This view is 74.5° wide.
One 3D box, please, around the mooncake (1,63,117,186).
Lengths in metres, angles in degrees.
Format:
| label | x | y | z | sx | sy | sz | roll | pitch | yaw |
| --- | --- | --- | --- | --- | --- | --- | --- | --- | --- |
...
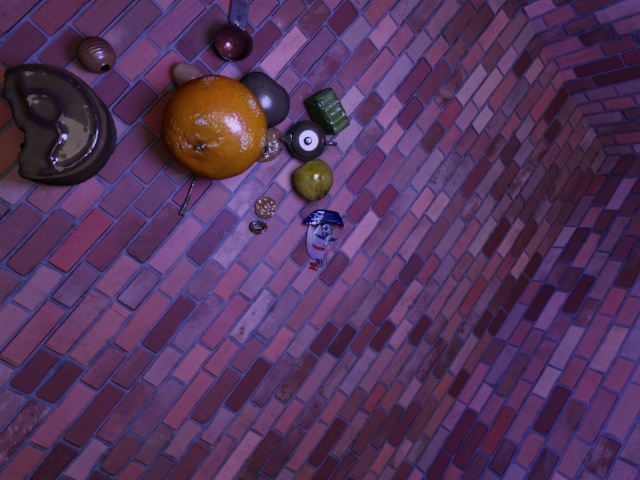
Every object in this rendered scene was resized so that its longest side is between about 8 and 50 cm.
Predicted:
| label | x | y | z | sx | sy | sz | roll | pitch | yaw |
| --- | --- | --- | --- | --- | --- | --- | --- | --- | --- |
| mooncake | -0.967 | -0.411 | 1.517 | 0.394 | 0.246 | 0.393 | 44 | 83 | -13 |

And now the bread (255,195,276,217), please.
| label | x | y | z | sx | sy | sz | roll | pitch | yaw |
| --- | --- | --- | --- | --- | --- | --- | --- | --- | --- |
| bread | -0.260 | -0.158 | 2.003 | 0.109 | 0.024 | 0.110 | -3 | 98 | -24 |

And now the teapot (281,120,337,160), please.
| label | x | y | z | sx | sy | sz | roll | pitch | yaw |
| --- | --- | --- | --- | --- | --- | --- | --- | --- | --- |
| teapot | -0.052 | -0.462 | 1.960 | 0.267 | 0.175 | 0.186 | 3 | 104 | -9 |

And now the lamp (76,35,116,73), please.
| label | x | y | z | sx | sy | sz | roll | pitch | yaw |
| --- | --- | --- | --- | --- | --- | --- | --- | --- | --- |
| lamp | -0.853 | -0.706 | 1.604 | 0.136 | 0.136 | 0.137 | -3 | 97 | -25 |

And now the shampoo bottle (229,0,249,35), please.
| label | x | y | z | sx | sy | sz | roll | pitch | yaw |
| --- | --- | --- | --- | --- | --- | --- | --- | --- | --- |
| shampoo bottle | -0.363 | -0.981 | 1.858 | 0.079 | 0.040 | 0.165 | 8 | 91 | -27 |

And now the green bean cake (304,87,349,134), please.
| label | x | y | z | sx | sy | sz | roll | pitch | yaw |
| --- | --- | --- | --- | --- | --- | --- | --- | --- | --- |
| green bean cake | 0.029 | -0.604 | 1.991 | 0.113 | 0.214 | 0.201 | -37 | 112 | -12 |

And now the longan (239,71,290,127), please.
| label | x | y | z | sx | sy | sz | roll | pitch | yaw |
| --- | --- | --- | --- | --- | --- | --- | --- | --- | --- |
| longan | -0.251 | -0.614 | 1.861 | 0.245 | 0.215 | 0.246 | -27 | 133 | -32 |

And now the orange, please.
| label | x | y | z | sx | sy | sz | roll | pitch | yaw |
| --- | --- | --- | --- | --- | --- | --- | --- | --- | --- |
| orange | -0.424 | -0.440 | 1.682 | 0.422 | 0.326 | 0.425 | 4 | 122 | 7 |

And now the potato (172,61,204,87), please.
| label | x | y | z | sx | sy | sz | roll | pitch | yaw |
| --- | --- | --- | --- | --- | --- | --- | --- | --- | --- |
| potato | -0.549 | -0.685 | 1.770 | 0.146 | 0.112 | 0.112 | 32 | 82 | -17 |

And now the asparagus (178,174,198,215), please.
| label | x | y | z | sx | sy | sz | roll | pitch | yaw |
| --- | --- | --- | --- | --- | --- | --- | --- | --- | --- |
| asparagus | -0.571 | -0.218 | 1.852 | 0.023 | 0.022 | 0.233 | 21 | 88 | 19 |

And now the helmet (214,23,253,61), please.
| label | x | y | z | sx | sy | sz | roll | pitch | yaw |
| --- | --- | --- | --- | --- | --- | --- | --- | --- | --- |
| helmet | -0.388 | -0.846 | 1.824 | 0.175 | 0.106 | 0.155 | -30 | 109 | -22 |

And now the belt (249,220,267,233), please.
| label | x | y | z | sx | sy | sz | roll | pitch | yaw |
| --- | --- | --- | --- | --- | --- | --- | --- | --- | --- |
| belt | -0.295 | -0.063 | 1.992 | 0.083 | 0.036 | 0.059 | 4 | 100 | -25 |

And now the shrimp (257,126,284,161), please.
| label | x | y | z | sx | sy | sz | roll | pitch | yaw |
| --- | --- | --- | --- | --- | --- | --- | --- | --- | --- |
| shrimp | -0.283 | -0.423 | 1.949 | 0.267 | 0.061 | 0.146 | -35 | 118 | -20 |

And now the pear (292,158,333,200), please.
| label | x | y | z | sx | sy | sz | roll | pitch | yaw |
| --- | --- | --- | --- | --- | --- | --- | --- | --- | --- |
| pear | -0.030 | -0.283 | 2.004 | 0.197 | 0.197 | 0.198 | -3 | 97 | -25 |

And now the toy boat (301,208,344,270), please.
| label | x | y | z | sx | sy | sz | roll | pitch | yaw |
| --- | --- | --- | --- | --- | --- | --- | --- | --- | --- |
| toy boat | -0.016 | -0.021 | 2.124 | 0.219 | 0.072 | 0.319 | 31 | 92 | -27 |
